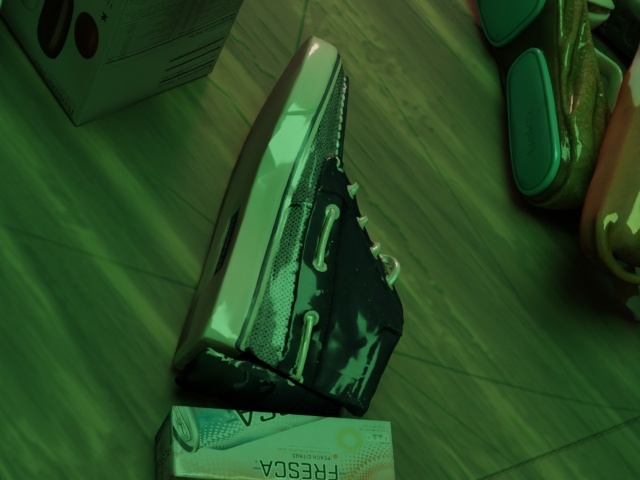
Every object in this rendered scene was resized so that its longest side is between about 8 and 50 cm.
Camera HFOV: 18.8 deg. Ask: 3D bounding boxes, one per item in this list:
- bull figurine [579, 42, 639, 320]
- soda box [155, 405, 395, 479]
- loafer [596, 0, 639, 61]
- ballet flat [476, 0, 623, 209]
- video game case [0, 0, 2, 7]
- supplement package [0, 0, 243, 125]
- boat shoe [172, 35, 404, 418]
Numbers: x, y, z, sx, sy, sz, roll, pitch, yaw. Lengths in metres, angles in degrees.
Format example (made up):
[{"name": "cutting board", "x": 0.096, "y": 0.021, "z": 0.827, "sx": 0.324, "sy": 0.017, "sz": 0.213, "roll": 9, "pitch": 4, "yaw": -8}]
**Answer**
[{"name": "bull figurine", "x": 0.312, "y": -0.082, "z": 1.703, "sx": 0.188, "sy": 0.101, "sz": 0.310, "roll": 49, "pitch": 59, "yaw": -40}, {"name": "soda box", "x": -0.035, "y": 0.174, "z": 1.517, "sx": 0.183, "sy": 0.058, "sz": 0.063, "roll": 6, "pitch": 59, "yaw": -18}, {"name": "loafer", "x": 0.345, "y": -0.196, "z": 1.857, "sx": 0.087, "sy": 0.094, "sz": 0.251, "roll": -31, "pitch": 75, "yaw": -28}, {"name": "ballet flat", "x": 0.225, "y": -0.181, "z": 1.801, "sx": 0.124, "sy": 0.116, "sz": 0.342, "roll": 8, "pitch": 60, "yaw": -32}, {"name": "video game case", "x": -0.408, "y": -0.181, "z": 1.553, "sx": 0.285, "sy": 0.025, "sz": 0.204, "roll": 15, "pitch": 86, "yaw": -11}, {"name": "supplement package", "x": -0.175, "y": -0.245, "z": 1.626, "sx": 0.149, "sy": 0.203, "sz": 0.194, "roll": -26, "pitch": 72, "yaw": -30}, {"name": "boat shoe", "x": 0.000, "y": 0.000, "z": 1.607, "sx": 0.158, "sy": 0.127, "sz": 0.340, "roll": 25, "pitch": 63, "yaw": -13}]
